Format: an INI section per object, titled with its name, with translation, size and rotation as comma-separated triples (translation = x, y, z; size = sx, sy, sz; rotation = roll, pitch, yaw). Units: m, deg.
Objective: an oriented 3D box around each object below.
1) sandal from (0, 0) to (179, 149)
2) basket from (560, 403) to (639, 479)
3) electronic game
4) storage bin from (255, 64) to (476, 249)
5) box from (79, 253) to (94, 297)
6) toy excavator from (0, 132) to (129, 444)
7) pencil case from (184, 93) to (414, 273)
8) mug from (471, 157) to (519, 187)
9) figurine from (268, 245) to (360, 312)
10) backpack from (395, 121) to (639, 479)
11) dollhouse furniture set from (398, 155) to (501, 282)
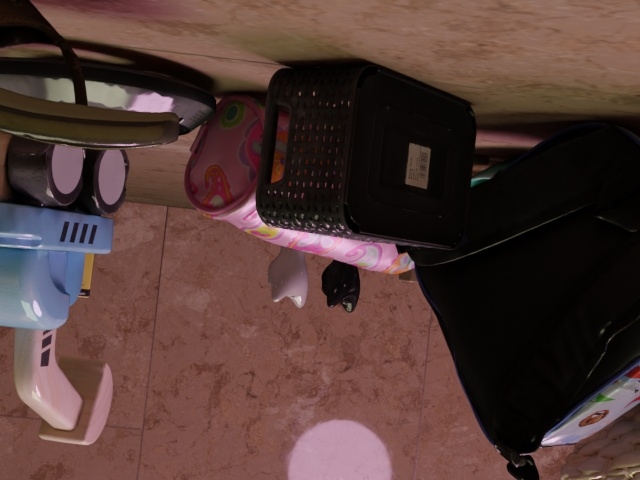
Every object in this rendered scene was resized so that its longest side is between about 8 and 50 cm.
[sandal]
translation = -0.222, -0.122, 0.608
size = 0.302, 0.086, 0.120
rotation = 22, 180, -13
[basket]
translation = 0.460, 0.160, 0.973
size = 0.266, 0.328, 0.331
rotation = 37, 152, -9
[electronic game]
translation = -0.203, -0.123, 0.885
size = 0.229, 0.048, 0.229
rotation = 4, 178, 0
[storage bin]
translation = 0.041, -0.061, 0.817
size = 0.084, 0.122, 0.180
rotation = 5, 178, 37
[box]
translation = -0.387, -0.026, 1.671
size = 0.058, 0.232, 0.087
rotation = 6, 179, -11
[toy excavator]
translation = -0.399, 0.071, 1.419
size = 0.222, 0.445, 0.433
rotation = 6, 178, 12
[pencil case]
translation = 0.003, -0.047, 1.018
size = 0.124, 0.124, 0.284
rotation = 5, 172, 44
[mug]
translation = 0.212, -0.027, 1.171
size = 0.157, 0.129, 0.097
rotation = 3, -156, 46
[figurine]
translation = 0.000, 0.000, 1.551
size = 0.092, 0.209, 0.215
rotation = 5, 177, 38
[backpack]
translation = 0.239, 0.035, 0.924
size = 0.213, 0.276, 0.263
rotation = -2, 147, -42
[dollhouse furniture set]
translation = 0.169, -0.021, 1.250
size = 0.144, 0.151, 0.123
rotation = 5, 179, -31
